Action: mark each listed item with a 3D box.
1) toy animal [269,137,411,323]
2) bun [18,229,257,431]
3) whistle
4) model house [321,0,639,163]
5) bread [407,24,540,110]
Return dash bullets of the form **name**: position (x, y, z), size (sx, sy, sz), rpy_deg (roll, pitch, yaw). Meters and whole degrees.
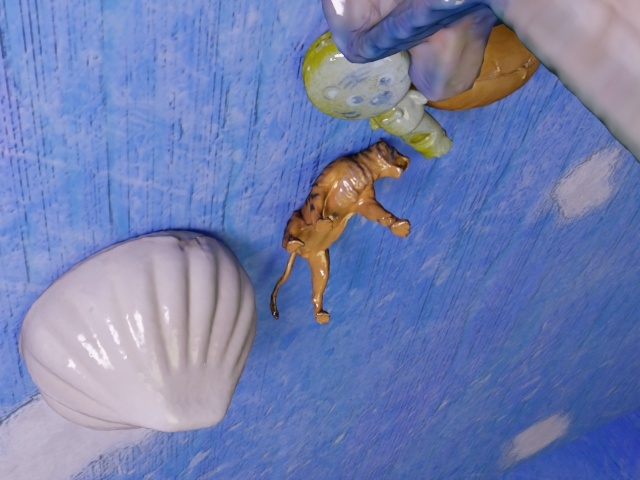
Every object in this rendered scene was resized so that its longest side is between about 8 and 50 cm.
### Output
- **toy animal**: position (-0.006, -0.004, 1.069), size (0.114, 0.116, 0.255), rpy_deg (22, 127, -27)
- **bun**: position (-0.170, 0.130, 1.006), size (0.263, 0.175, 0.263), rpy_deg (-22, 146, -16)
- **whistle**: position (0.064, -0.143, 0.927), size (0.104, 0.057, 0.198), rpy_deg (-28, 141, 29)
- **model house**: position (0.236, -0.239, 0.624), size (0.395, 0.445, 0.400), rpy_deg (-21, 145, -25)
- **bread**: position (0.165, -0.187, 0.981), size (0.189, 0.077, 0.114), rpy_deg (-21, 151, -26)
